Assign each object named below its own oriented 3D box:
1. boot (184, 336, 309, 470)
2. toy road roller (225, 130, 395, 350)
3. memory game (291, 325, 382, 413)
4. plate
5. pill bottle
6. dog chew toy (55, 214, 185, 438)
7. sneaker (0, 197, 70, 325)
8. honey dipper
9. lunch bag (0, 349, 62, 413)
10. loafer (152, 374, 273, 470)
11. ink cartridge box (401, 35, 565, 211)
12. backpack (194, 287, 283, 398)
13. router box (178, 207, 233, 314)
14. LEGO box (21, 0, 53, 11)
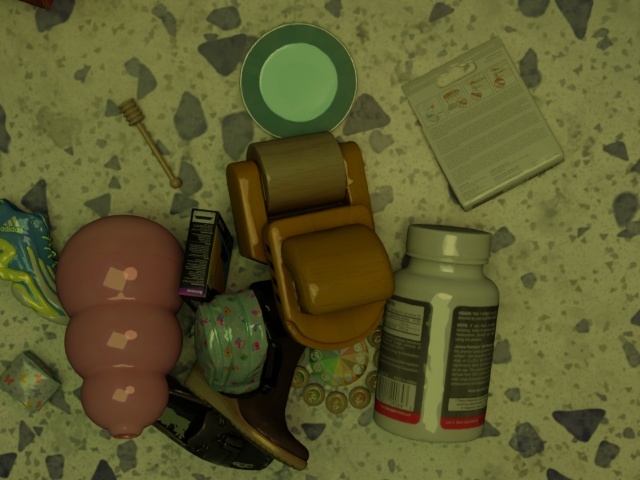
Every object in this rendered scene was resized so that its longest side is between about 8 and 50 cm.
[{"bbox_3d":[-0.068,0.215,1.764,0.248,0.090,0.207,38,76,12],"label":"boot"},{"bbox_3d":[0.000,0.000,1.682,0.202,0.240,0.330,-12,92,-17],"label":"toy road roller"},{"bbox_3d":[0.030,0.192,1.831,0.186,0.012,0.186,0,95,2],"label":"memory game"},{"bbox_3d":[-0.035,-0.251,1.787,0.188,0.024,0.188,0,94,2],"label":"plate"},{"bbox_3d":[0.183,0.139,1.739,0.176,0.176,0.319,6,96,1],"label":"pill bottle"},{"bbox_3d":[-0.297,0.133,1.701,0.206,0.207,0.332,-6,68,2],"label":"dog chew toy"},{"bbox_3d":[-0.455,0.027,1.791,0.240,0.091,0.126,39,94,-1],"label":"sneaker"},{"bbox_3d":[-0.270,-0.154,1.801,0.030,0.030,0.161,-32,96,4],"label":"honey dipper"},{"bbox_3d":[-0.473,0.232,1.830,0.083,0.053,0.071,41,93,8],"label":"lunch bag"},{"bbox_3d":[-0.212,0.292,1.805,0.302,0.095,0.109,29,96,-1],"label":"loafer"},{"bbox_3d":[0.257,-0.184,1.783,0.181,0.056,0.225,-27,75,4],"label":"ink cartridge box"},{"bbox_3d":[-0.127,0.149,1.653,0.115,0.182,0.152,-18,68,-18],"label":"backpack"},{"bbox_3d":[-0.174,0.039,1.724,0.046,0.179,0.133,7,77,5],"label":"router box"},{"bbox_3d":[-0.579,-0.614,1.645,0.500,0.193,0.373,21,82,-1],"label":"LEGO box"}]
